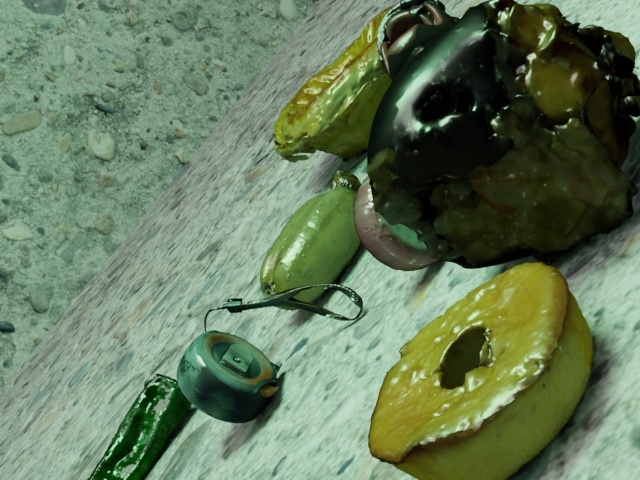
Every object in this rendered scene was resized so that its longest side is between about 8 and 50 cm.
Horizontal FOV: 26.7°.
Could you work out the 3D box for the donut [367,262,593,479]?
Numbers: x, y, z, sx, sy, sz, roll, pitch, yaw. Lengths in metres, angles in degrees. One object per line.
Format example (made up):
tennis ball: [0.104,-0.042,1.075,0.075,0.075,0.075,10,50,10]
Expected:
donut: [0.112,0.095,0.889,0.162,0.065,0.178,-28,21,42]

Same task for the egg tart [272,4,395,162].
egg tart: [0.055,-0.205,1.877,0.295,0.116,0.295,-45,10,10]

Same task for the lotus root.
lotus root: [0.001,0.001,1.493,0.090,0.077,0.183,-15,36,53]

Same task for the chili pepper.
chili pepper: [-0.225,0.255,1.506,0.227,0.059,0.088,-57,12,-25]

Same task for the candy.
candy: [0.078,-0.021,1.258,0.043,0.103,0.103,-35,17,48]

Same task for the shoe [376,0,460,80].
shoe: [0.130,-0.237,1.678,0.114,0.137,0.291,-42,11,16]

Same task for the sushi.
sushi: [0.157,-0.090,1.063,0.200,0.213,0.204,-11,45,29]

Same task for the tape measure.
tape measure: [-0.054,0.096,1.312,0.180,0.104,0.107,-42,10,22]
